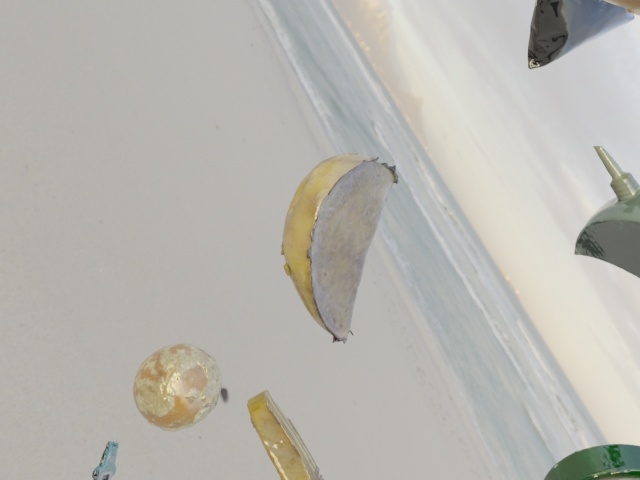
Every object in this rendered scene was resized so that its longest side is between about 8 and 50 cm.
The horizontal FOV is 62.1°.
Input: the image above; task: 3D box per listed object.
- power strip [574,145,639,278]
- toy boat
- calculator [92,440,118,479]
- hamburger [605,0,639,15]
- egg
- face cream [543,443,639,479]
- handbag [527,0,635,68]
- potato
[{"bbox_3d":[0.234,0.028,0.313,0.216,0.044,0.137,51,-5,21],"label":"power strip"},{"bbox_3d":[-0.084,0.526,1.347,0.310,0.089,0.115,57,6,8],"label":"toy boat"},{"bbox_3d":[-0.402,0.444,0.981,0.094,0.019,0.141,91,8,-70],"label":"calculator"},{"bbox_3d":[0.201,-0.241,0.203,0.314,0.290,0.170,24,55,-22],"label":"hamburger"},{"bbox_3d":[-0.344,0.346,1.265,0.203,0.245,0.203,23,55,-37],"label":"egg"},{"bbox_3d":[0.414,0.455,0.641,0.357,0.220,0.312,-72,144,-62],"label":"face cream"},{"bbox_3d":[0.486,-0.448,0.952,0.088,0.254,0.211,55,-12,42],"label":"handbag"},{"bbox_3d":[0.000,0.000,0.681,0.098,0.243,0.138,15,-2,40],"label":"potato"}]
